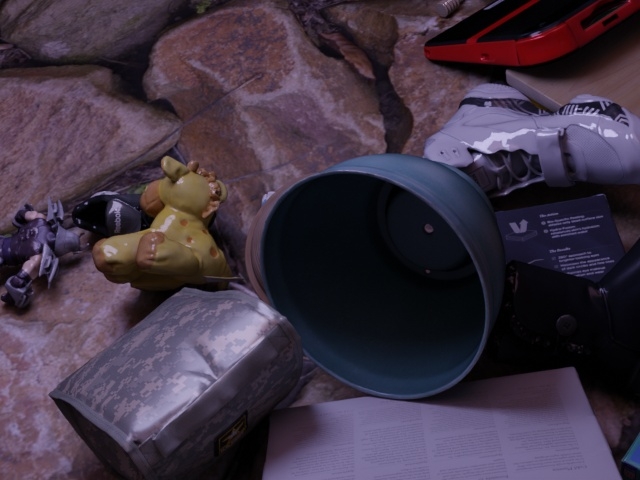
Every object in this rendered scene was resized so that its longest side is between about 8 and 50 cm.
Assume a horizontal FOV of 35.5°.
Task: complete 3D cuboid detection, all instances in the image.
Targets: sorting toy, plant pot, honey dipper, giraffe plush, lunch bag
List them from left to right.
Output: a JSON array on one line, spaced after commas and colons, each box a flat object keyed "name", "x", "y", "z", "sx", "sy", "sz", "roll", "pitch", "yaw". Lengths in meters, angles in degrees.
[{"name": "giraffe plush", "x": -0.207, "y": -0.026, "z": 1.427, "sx": 0.210, "sy": 0.181, "sz": 0.170, "roll": 1, "pitch": 75, "yaw": 4}, {"name": "lunch bag", "x": -0.162, "y": 0.181, "z": 1.194, "sx": 0.235, "sy": 0.169, "sz": 0.287, "roll": -39, "pitch": 15, "yaw": -22}, {"name": "plant pot", "x": 0.000, "y": 0.000, "z": 1.381, "sx": 0.237, "sy": 0.110, "sz": 0.237, "roll": -5, "pitch": 70, "yaw": 13}, {"name": "plant pot", "x": 0.102, "y": 0.016, "z": 1.212, "sx": 0.293, "sy": 0.293, "sz": 0.196, "roll": 16, "pitch": 33, "yaw": 26}, {"name": "honey dipper", "x": 0.275, "y": -0.465, "z": 1.855, "sx": 0.030, "sy": 0.030, "sz": 0.161, "roll": 31, "pitch": 59, "yaw": 34}, {"name": "sorting toy", "x": 0.470, "y": -0.236, "z": 1.557, "sx": 0.257, "sy": 0.089, "sz": 0.255, "roll": -33, "pitch": 49, "yaw": -18}]

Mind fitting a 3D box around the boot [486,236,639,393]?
[{"name": "boot", "x": 0.323, "y": 0.055, "z": 1.203, "sx": 0.207, "sy": 0.246, "sz": 0.094, "roll": 15, "pitch": 15, "yaw": -3}]

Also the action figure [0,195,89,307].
[{"name": "action figure", "x": -0.498, "y": 0.021, "z": 1.544, "sx": 0.285, "sy": 0.099, "sz": 0.185, "roll": -8, "pitch": 40, "yaw": 1}]

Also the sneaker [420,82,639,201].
[{"name": "sneaker", "x": 0.290, "y": -0.107, "z": 1.427, "sx": 0.210, "sy": 0.137, "sz": 0.366, "roll": -42, "pitch": 37, "yaw": -20}]

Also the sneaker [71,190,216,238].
[{"name": "sneaker", "x": -0.277, "y": -0.035, "z": 1.528, "sx": 0.234, "sy": 0.078, "sz": 0.106, "roll": 2, "pitch": 11, "yaw": 19}]

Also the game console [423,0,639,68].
[{"name": "game console", "x": 0.403, "y": -0.393, "z": 1.665, "sx": 0.386, "sy": 0.060, "sz": 0.342, "roll": -33, "pitch": 20, "yaw": -18}]

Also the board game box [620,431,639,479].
[{"name": "board game box", "x": 0.473, "y": 0.251, "z": 1.135, "sx": 0.210, "sy": 0.047, "sz": 0.160, "roll": 26, "pitch": 58, "yaw": 31}]

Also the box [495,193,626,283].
[{"name": "box", "x": 0.321, "y": 0.034, "z": 1.339, "sx": 0.156, "sy": 0.093, "sz": 0.158, "roll": -9, "pitch": 48, "yaw": 5}]

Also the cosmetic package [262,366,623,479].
[{"name": "cosmetic package", "x": 0.126, "y": 0.272, "z": 1.095, "sx": 0.377, "sy": 0.097, "sz": 0.284, "roll": -9, "pitch": 20, "yaw": 5}]

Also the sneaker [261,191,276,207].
[{"name": "sneaker", "x": -0.010, "y": -0.013, "z": 1.488, "sx": 0.191, "sy": 0.071, "sz": 0.083, "roll": 8, "pitch": 64, "yaw": 24}]
